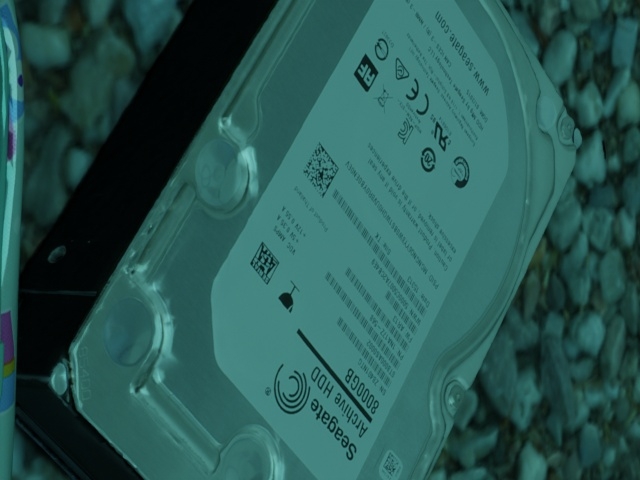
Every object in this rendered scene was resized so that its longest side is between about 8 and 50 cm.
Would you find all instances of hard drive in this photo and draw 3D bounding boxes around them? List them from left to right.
[{"bbox_3d":[0.000,0.000,0.944,0.237,0.064,0.339,53,54,-36],"label":"hard drive"}]

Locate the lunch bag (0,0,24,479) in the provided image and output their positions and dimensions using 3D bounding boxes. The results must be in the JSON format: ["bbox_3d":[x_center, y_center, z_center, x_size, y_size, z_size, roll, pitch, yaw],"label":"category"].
[{"bbox_3d":[-0.160,0.030,0.646,0.108,0.224,0.279,3,90,-13],"label":"lunch bag"}]
